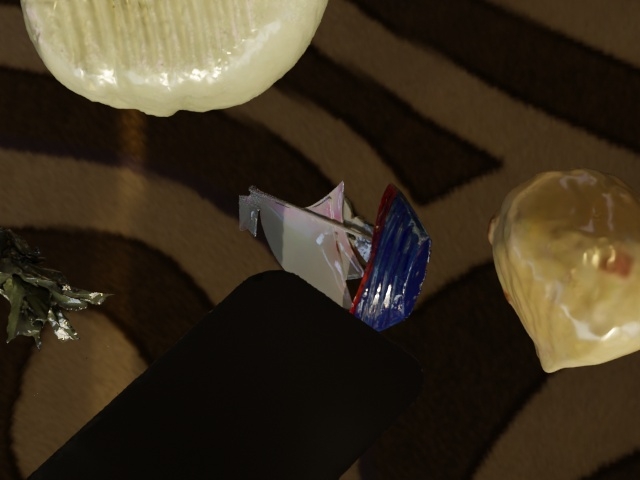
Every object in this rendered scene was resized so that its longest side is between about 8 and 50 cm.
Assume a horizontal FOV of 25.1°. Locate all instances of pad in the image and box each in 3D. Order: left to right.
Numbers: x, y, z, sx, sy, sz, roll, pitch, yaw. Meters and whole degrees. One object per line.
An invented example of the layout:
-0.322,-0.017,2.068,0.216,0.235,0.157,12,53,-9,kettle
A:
-0.115,0.192,1.417,0.375,0.063,0.315,-41,55,-20,pad

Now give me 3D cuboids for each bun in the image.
-0.152,-0.311,1.579,0.365,0.219,0.365,0,93,4,bun

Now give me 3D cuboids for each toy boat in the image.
0.011,0.027,1.991,0.318,0.072,0.219,-2,98,34,toy boat

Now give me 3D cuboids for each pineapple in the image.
-0.479,0.028,2.042,0.364,0.165,0.165,30,79,18,pineapple

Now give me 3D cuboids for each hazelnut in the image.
0.324,0.047,1.749,0.261,0.261,0.241,36,89,21,hazelnut
